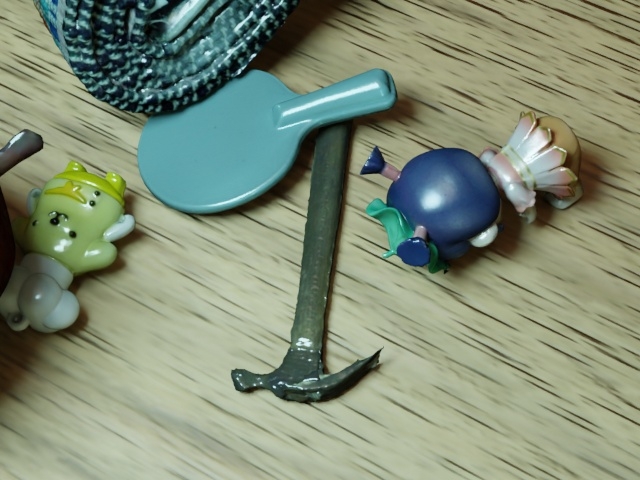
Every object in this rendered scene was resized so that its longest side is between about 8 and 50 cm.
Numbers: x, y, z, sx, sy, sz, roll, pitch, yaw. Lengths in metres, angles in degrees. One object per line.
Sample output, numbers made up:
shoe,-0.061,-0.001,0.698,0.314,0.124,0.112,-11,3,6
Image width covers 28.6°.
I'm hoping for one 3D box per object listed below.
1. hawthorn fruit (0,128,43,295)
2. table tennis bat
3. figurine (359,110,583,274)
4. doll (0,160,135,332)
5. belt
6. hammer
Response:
hawthorn fruit,-0.382,0.010,0.955,0.324,0.308,0.308,19,63,30
table tennis bat,-0.050,-0.104,1.125,0.244,0.040,0.153,-16,56,8
figurine,0.128,-0.048,1.060,0.195,0.102,0.111,-29,60,-11
doll,-0.225,0.007,1.079,0.106,0.062,0.163,14,64,17
belt,-0.128,-0.269,1.116,0.295,0.206,0.160,-50,45,13
hammer,0.000,0.000,1.087,0.125,0.027,0.297,2,60,6
